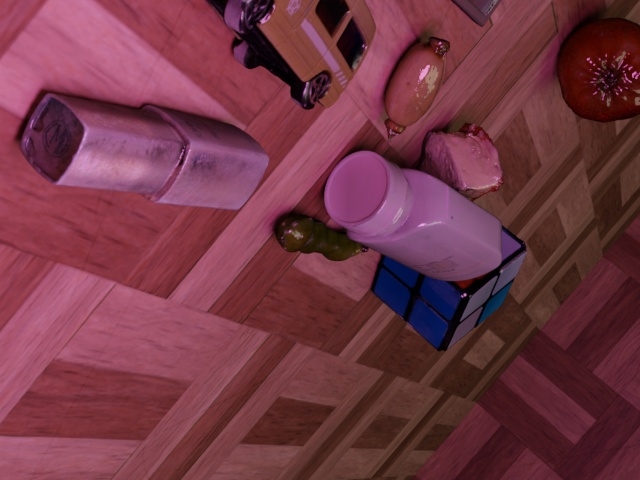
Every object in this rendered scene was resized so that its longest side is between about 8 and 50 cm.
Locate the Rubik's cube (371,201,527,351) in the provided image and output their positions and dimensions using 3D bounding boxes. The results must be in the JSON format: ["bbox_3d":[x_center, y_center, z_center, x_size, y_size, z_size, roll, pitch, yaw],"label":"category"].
[{"bbox_3d":[0.219,0.050,1.542,0.180,0.183,0.167,-35,155,-33],"label":"Rubik's cube"}]

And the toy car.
[{"bbox_3d":[-0.035,-0.215,0.793,0.124,0.101,0.256,-53,158,-1],"label":"toy car"}]

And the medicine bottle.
[{"bbox_3d":[0.132,-0.027,1.271,0.296,0.161,0.111,22,65,-49],"label":"medicine bottle"}]

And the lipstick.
[{"bbox_3d":[-0.151,-0.079,0.822,0.077,0.079,0.253,-56,156,16],"label":"lipstick"}]

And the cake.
[{"bbox_3d":[0.190,-0.106,1.395,0.086,0.117,0.220,-10,172,-19],"label":"cake"}]

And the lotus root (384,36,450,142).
[{"bbox_3d":[0.118,-0.194,1.140,0.150,0.062,0.073,-63,176,33],"label":"lotus root"}]

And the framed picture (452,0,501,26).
[{"bbox_3d":[0.242,-0.401,1.098,0.265,0.018,0.192,-55,155,14],"label":"framed picture"}]

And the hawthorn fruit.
[{"bbox_3d":[0.495,-0.294,1.525,0.200,0.179,0.179,-45,163,-54],"label":"hawthorn fruit"}]

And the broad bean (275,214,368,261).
[{"bbox_3d":[-0.001,0.000,1.245,0.256,0.052,0.052,16,84,-65],"label":"broad bean"}]
